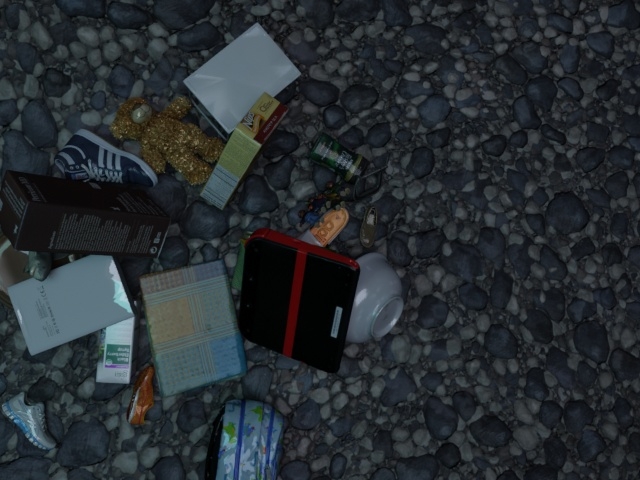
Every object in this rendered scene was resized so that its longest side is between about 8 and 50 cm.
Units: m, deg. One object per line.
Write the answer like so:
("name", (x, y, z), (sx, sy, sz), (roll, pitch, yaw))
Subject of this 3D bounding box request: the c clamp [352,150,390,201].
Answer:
("c clamp", (0.157, -0.196, 1.762), (0.160, 0.137, 0.022), (-33, 50, -32))

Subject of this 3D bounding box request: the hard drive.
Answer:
("hard drive", (-0.688, 0.169, 1.549), (0.307, 0.040, 0.203), (-21, 87, 1))

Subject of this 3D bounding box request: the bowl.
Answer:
("bowl", (0.152, 0.195, 1.654), (0.134, 0.298, 0.298), (33, 81, 34))

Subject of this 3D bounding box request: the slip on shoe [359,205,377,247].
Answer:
("slip on shoe", (0.159, -0.045, 1.793), (0.051, 0.041, 0.136), (13, 86, -10))

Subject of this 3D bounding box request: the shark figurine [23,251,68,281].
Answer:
("shark figurine", (-0.759, -0.004, 1.566), (0.116, 0.166, 0.278), (9, 67, -35))

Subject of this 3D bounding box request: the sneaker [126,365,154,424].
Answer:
("sneaker", (-0.520, 0.456, 1.650), (0.067, 0.064, 0.175), (17, 91, -29))

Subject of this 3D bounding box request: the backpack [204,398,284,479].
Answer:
("backpack", (-0.223, 0.635, 1.596), (0.273, 0.290, 0.356), (-9, 81, -5))

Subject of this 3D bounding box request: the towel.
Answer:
("towel", (-0.383, 0.260, 1.686), (0.271, 0.040, 0.370), (-12, 89, -12))

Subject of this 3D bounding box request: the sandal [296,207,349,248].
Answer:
("sandal", (-0.008, -0.008, 1.743), (0.102, 0.076, 0.265), (41, 82, -7))

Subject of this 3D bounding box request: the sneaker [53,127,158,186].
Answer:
("sneaker", (-0.616, -0.196, 1.586), (0.282, 0.099, 0.153), (29, 57, 4))

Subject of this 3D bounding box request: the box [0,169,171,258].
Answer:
("box", (-0.615, -0.063, 1.466), (0.381, 0.191, 0.143), (4, 116, -47))

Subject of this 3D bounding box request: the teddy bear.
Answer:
("teddy bear", (-0.445, -0.307, 1.651), (0.245, 0.113, 0.338), (-43, 96, -11))

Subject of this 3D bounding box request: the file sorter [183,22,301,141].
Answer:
("file sorter", (-0.234, -0.459, 1.662), (0.277, 0.173, 0.193), (-42, 95, -9))

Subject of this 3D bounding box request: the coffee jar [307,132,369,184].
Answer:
("coffee jar", (0.059, -0.256, 1.761), (0.184, 0.079, 0.096), (29, 84, -9))

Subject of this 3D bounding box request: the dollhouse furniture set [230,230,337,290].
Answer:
("dollhouse furniture set", (-0.112, 0.102, 1.642), (0.301, 0.151, 0.198), (14, 102, -3))

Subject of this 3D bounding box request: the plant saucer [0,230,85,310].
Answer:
("plant saucer", (-0.824, 0.076, 1.605), (0.277, 0.041, 0.278), (0, 88, -10))

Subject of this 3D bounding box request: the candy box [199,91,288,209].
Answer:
("candy box", (-0.219, -0.244, 1.565), (0.087, 0.316, 0.183), (34, 50, -7))

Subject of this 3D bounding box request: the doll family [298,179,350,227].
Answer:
("doll family", (0.004, -0.113, 1.736), (0.193, 0.111, 0.076), (-35, 129, -21))

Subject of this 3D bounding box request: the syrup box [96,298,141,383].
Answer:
("syrup box", (-0.582, 0.288, 1.616), (0.093, 0.096, 0.237), (5, 87, -9))

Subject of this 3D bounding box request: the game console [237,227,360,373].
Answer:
("game console", (-0.073, 0.174, 1.592), (0.341, 0.060, 0.387), (18, 120, 15))

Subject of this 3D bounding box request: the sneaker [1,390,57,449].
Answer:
("sneaker", (-0.808, 0.509, 1.583), (0.083, 0.071, 0.191), (-42, 96, -15))
